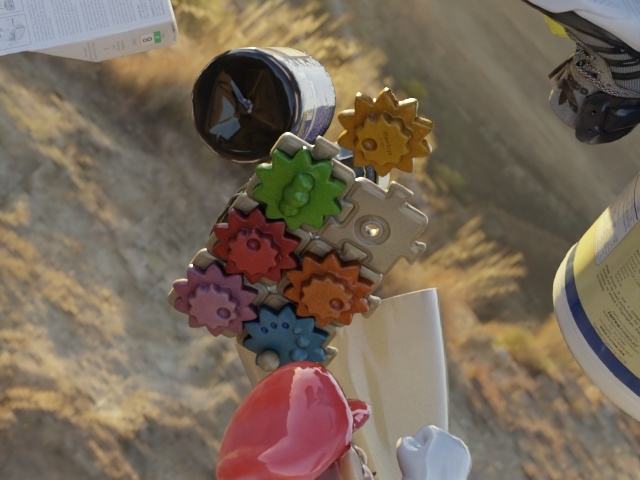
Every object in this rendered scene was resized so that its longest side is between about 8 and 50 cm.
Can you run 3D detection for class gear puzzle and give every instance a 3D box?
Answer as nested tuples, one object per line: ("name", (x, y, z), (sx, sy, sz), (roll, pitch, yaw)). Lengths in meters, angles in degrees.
("gear puzzle", (0.000, 0.000, 1.286), (0.175, 0.339, 0.044), (31, 34, -10))

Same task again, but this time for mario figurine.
("mario figurine", (0.028, 0.248, 1.103), (0.170, 0.198, 0.320), (154, -80, -80))

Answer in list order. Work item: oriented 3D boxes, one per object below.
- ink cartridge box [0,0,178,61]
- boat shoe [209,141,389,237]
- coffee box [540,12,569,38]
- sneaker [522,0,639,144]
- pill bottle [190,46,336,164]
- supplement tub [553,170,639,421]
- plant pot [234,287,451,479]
("ink cartridge box", (-0.274, -0.259, 1.420), (0.056, 0.225, 0.181), (89, -15, -65))
("boat shoe", (-0.060, -0.037, 1.828), (0.113, 0.340, 0.127), (-13, 85, -45))
("coffee box", (0.396, -0.368, 1.359), (0.338, 0.334, 0.337), (26, -10, 33))
("sneaker", (0.225, -0.156, 1.149), (0.268, 0.153, 0.101), (10, 50, -36))
("pill bottle", (-0.052, -0.151, 1.537), (0.123, 0.123, 0.219), (52, 16, 3))
("supplement tub", (0.369, 0.000, 1.185), (0.228, 0.316, 0.228), (19, 42, -18))
("plant pot", (0.056, 0.222, 1.690), (0.256, 0.256, 0.274), (-3, 76, -66))
